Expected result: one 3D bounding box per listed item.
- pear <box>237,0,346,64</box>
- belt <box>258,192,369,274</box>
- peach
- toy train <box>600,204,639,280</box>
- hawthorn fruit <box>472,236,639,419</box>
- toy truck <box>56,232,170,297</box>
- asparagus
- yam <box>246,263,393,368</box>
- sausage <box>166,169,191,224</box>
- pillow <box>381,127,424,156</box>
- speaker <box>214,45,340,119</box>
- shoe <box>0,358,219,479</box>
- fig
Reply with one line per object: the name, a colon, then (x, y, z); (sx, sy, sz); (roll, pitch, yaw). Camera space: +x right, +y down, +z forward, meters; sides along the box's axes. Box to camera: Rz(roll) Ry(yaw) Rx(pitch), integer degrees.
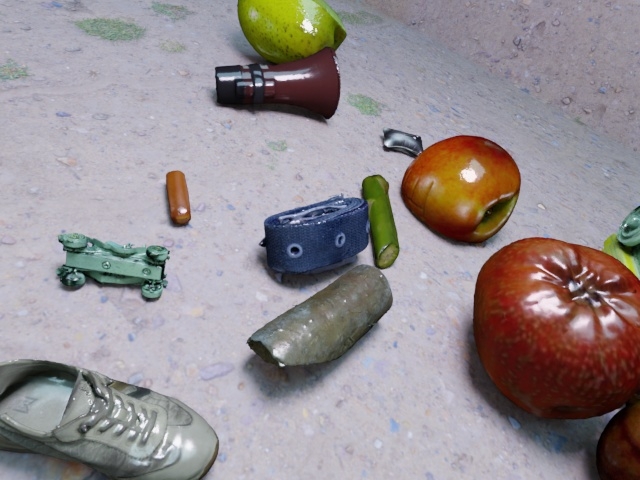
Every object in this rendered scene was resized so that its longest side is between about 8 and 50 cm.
pear: (-0.073, -0.658, 1.309); (0.342, 0.238, 0.318); (14, 25, -52)
belt: (0.000, -0.001, 0.762); (0.218, 0.128, 0.122); (-17, 25, -35)
peach: (0.341, -0.142, 1.018); (0.248, 0.245, 0.274); (19, 20, -49)
toy train: (0.645, 0.111, 0.807); (0.179, 0.272, 0.442); (31, 38, 9)
hawthorn fruit: (0.385, 0.152, 0.672); (0.275, 0.300, 0.275); (-14, 32, 9)
toy truck: (-0.308, 0.028, 0.624); (0.154, 0.080, 0.078); (10, 21, -15)
asparagus: (0.134, -0.053, 0.917); (0.067, 0.060, 0.278); (18, 41, -21)
yam: (0.011, 0.126, 0.637); (0.106, 0.106, 0.259); (42, 48, 21)
sausage: (-0.269, -0.081, 0.778); (0.039, 0.041, 0.131); (-3, 47, -23)
pillow: (0.248, -0.294, 1.233); (0.135, 0.055, 0.091); (10, 74, -11)
speaker: (-0.130, -0.472, 1.164); (0.329, 0.198, 0.259); (-1, 59, -14)
shoe: (-0.245, 0.197, 0.453); (0.274, 0.098, 0.103); (16, 45, -9)
fig: (0.512, 0.318, 0.574); (0.235, 0.235, 0.214); (-10, 24, -32)
